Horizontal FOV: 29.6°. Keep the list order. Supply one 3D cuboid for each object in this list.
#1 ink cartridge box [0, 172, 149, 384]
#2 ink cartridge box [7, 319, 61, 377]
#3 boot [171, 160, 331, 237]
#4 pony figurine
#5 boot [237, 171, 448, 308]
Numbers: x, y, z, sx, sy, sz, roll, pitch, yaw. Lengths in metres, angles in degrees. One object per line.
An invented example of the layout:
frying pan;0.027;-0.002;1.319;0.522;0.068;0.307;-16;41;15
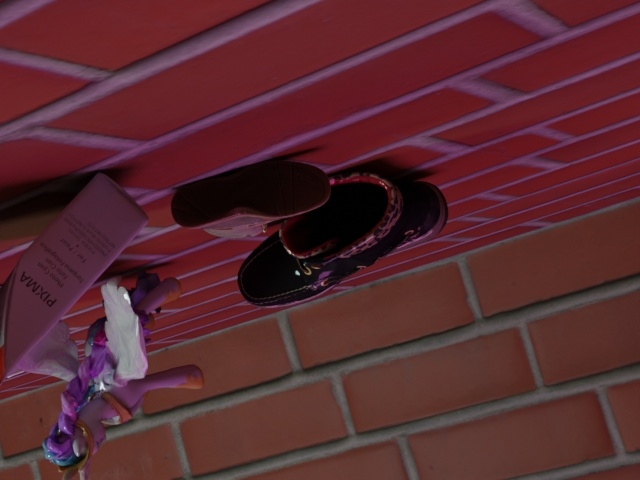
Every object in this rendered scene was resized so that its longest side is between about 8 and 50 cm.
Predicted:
ink cartridge box;-0.392;0.111;1.468;0.385;0.091;0.308;-49;-172;-25
ink cartridge box;-0.612;0.181;2.107;0.198;0.114;0.273;-20;169;34
boot;-0.081;-0.051;1.649;0.213;0.077;0.165;-11;172;8
pony figurine;-0.360;0.196;2.052;0.303;0.351;0.363;-1;-159;28
boot;0.000;0.000;1.898;0.377;0.138;0.284;-21;171;15
